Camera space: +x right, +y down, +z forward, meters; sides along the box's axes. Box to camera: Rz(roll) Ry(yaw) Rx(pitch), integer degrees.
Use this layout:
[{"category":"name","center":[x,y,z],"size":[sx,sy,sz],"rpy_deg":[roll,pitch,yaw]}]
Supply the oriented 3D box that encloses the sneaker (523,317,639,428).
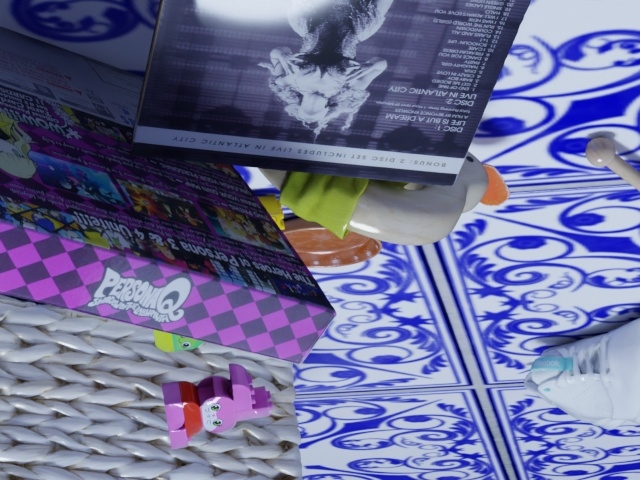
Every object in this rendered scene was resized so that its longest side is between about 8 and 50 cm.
[{"category":"sneaker","center":[0.218,0.106,1.538],"size":[0.094,0.080,0.212],"rpy_deg":[13,161,-5]}]

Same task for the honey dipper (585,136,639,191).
[{"category":"honey dipper","center":[0.208,-0.031,1.198],"size":[0.030,0.030,0.160],"rpy_deg":[-12,155,31]}]

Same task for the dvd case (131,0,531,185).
[{"category":"dvd case","center":[0.011,-0.107,0.868],"size":[0.164,0.018,0.221],"rpy_deg":[5,140,-12]}]

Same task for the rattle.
[{"category":"rattle","center":[0.057,-0.078,1.051],"size":[0.199,0.143,0.130],"rpy_deg":[-4,-159,-44]}]

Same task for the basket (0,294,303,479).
[{"category":"basket","center":[-0.212,0.218,1.541],"size":[0.331,0.266,0.328],"rpy_deg":[11,158,-28]}]

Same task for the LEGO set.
[{"category":"LEGO set","center":[-0.065,0.023,1.228],"size":[0.093,0.087,0.227],"rpy_deg":[-9,136,-5]}]

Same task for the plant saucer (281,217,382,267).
[{"category":"plant saucer","center":[0.000,0.000,1.299],"size":[0.083,0.013,0.083],"rpy_deg":[-1,162,0]}]

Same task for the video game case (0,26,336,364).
[{"category":"video game case","center":[-0.128,-0.037,0.927],"size":[0.232,0.210,0.042],"rpy_deg":[16,115,-42]}]
